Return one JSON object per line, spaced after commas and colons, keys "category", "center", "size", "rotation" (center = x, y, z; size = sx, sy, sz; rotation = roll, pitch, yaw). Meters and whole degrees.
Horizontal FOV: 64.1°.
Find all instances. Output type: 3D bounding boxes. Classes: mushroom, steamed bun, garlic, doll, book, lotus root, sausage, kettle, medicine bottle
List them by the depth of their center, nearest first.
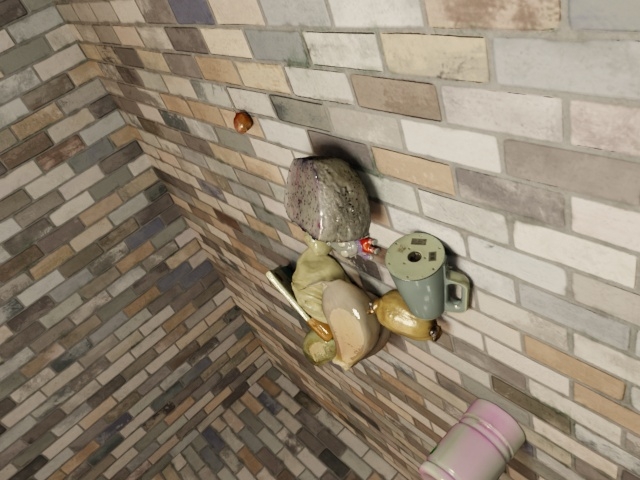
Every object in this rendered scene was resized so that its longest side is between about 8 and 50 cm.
{"category": "kettle", "center": [0.309, 0.115, 1.419], "size": [0.210, 0.160, 0.243], "rotation": [1, 142, 25]}
{"category": "lotus root", "center": [0.275, 0.238, 1.646], "size": [0.256, 0.140, 0.154], "rotation": [25, 177, 33]}
{"category": "doll", "center": [0.102, 0.013, 1.703], "size": [0.227, 0.075, 0.102], "rotation": [6, 116, 45]}
{"category": "medicine bottle", "center": [0.510, 0.724, 1.724], "size": [0.212, 0.325, 0.212], "rotation": [40, 156, 21]}
{"category": "steamed bun", "center": [0.000, 0.000, 1.838], "size": [0.112, 0.091, 0.130], "rotation": [60, 173, 3]}
{"category": "garlic", "center": [0.127, 0.266, 1.858], "size": [0.246, 0.231, 0.340], "rotation": [-30, 84, 42]}
{"category": "steamed bun", "center": [-0.004, 0.203, 2.024], "size": [0.276, 0.203, 0.289], "rotation": [35, 154, 33]}
{"category": "book", "center": [-0.106, 0.223, 2.245], "size": [0.264, 0.031, 0.379], "rotation": [49, -173, 4]}
{"category": "sausage", "center": [-0.040, 0.344, 2.448], "size": [0.328, 0.112, 0.112], "rotation": [47, 158, 15]}
{"category": "mushroom", "center": [-0.008, 0.541, 2.617], "size": [0.190, 0.164, 0.267], "rotation": [56, 157, -18]}

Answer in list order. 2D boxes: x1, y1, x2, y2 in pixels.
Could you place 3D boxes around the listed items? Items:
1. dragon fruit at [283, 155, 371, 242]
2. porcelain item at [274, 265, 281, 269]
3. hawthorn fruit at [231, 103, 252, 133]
{"category": "dragon fruit", "center": [0.035, -0.131, 1.459], "size": [0.283, 0.203, 0.221], "rotation": [-146, 53, -59]}
{"category": "porcelain item", "center": [-0.157, 0.224, 2.538], "size": [0.213, 0.054, 0.084], "rotation": [53, 160, -5]}
{"category": "hawthorn fruit", "center": [-0.277, -0.415, 1.738], "size": [0.103, 0.067, 0.067], "rotation": [50, 158, -9]}
